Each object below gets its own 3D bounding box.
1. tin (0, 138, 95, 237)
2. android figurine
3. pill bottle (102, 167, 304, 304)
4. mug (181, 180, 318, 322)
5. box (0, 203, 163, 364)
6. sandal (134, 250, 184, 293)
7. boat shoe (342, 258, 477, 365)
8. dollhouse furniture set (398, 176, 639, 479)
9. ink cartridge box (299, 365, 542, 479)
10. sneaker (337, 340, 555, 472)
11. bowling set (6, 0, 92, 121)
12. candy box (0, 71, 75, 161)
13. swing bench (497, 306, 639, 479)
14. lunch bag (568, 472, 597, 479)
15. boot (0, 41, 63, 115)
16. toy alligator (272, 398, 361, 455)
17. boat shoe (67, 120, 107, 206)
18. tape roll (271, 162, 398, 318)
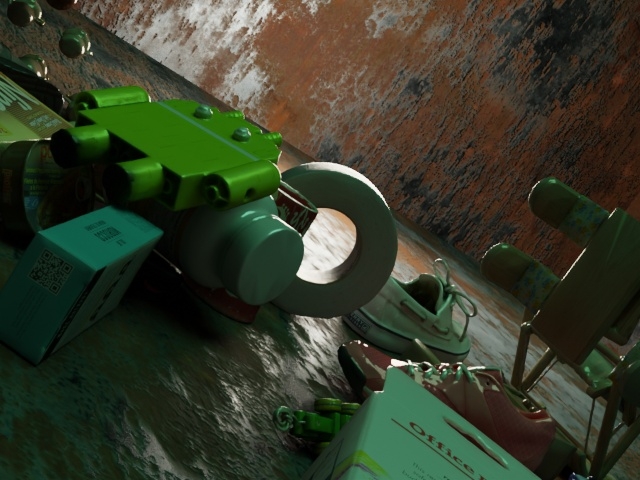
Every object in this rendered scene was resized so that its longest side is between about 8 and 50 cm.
[{"bbox_3d":[-0.296,-0.057,1.188,0.040,0.106,0.190,5,3,10],"label":"tin"},{"bbox_3d":[-0.155,-0.104,1.212,0.248,0.056,0.273,32,30,29],"label":"android figurine"},{"bbox_3d":[-0.137,-0.028,1.295,0.246,0.136,0.136,36,8,34],"label":"pill bottle"},{"bbox_3d":[-0.089,0.001,1.418,0.113,0.169,0.150,32,10,-12],"label":"mug"},{"bbox_3d":[-0.222,0.032,1.014,0.060,0.100,0.244,34,9,0],"label":"box"},{"bbox_3d":[-0.195,0.040,1.283,0.067,0.040,0.179,41,-5,1],"label":"sandal"},{"bbox_3d":[0.183,0.110,1.861,0.136,0.156,0.367,42,12,36],"label":"boat shoe"},{"bbox_3d":[0.335,0.124,1.596,0.256,0.394,0.362,28,12,-36],"label":"dollhouse furniture set"},{"bbox_3d":[0.076,0.245,0.799,0.207,0.119,0.353,38,17,-1],"label":"ink cartridge box"},{"bbox_3d":[0.169,0.201,1.424,0.314,0.136,0.116,34,8,-7],"label":"sneaker"},{"bbox_3d":[-0.446,-0.336,1.800,0.287,0.200,0.154,37,7,-15],"label":"bowling set"},{"bbox_3d":[-0.407,-0.134,1.226,0.183,0.087,0.316,37,9,2],"label":"candy box"},{"bbox_3d":[0.426,0.247,1.812,0.165,0.254,0.253,11,20,-32],"label":"swing bench"},{"bbox_3d":[0.370,0.391,1.337,0.176,0.090,0.219,37,10,-5],"label":"lunch bag"},{"bbox_3d":[-0.525,-0.269,1.485,0.223,0.118,0.338,39,-1,40],"label":"boot"},{"bbox_3d":[-0.006,0.194,1.130,0.051,0.056,0.190,-10,-20,35],"label":"toy alligator"},{"bbox_3d":[-0.240,-0.064,1.463,0.285,0.104,0.089,23,16,-8],"label":"boat shoe"},{"bbox_3d":[0.000,0.000,1.576,0.219,0.219,0.072,33,9,-10],"label":"tape roll"}]
